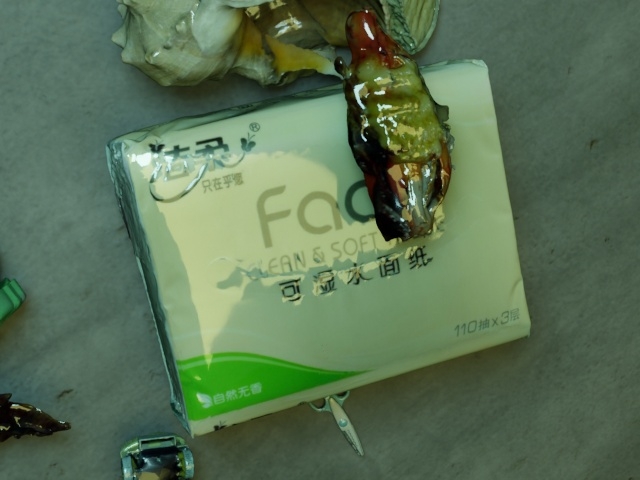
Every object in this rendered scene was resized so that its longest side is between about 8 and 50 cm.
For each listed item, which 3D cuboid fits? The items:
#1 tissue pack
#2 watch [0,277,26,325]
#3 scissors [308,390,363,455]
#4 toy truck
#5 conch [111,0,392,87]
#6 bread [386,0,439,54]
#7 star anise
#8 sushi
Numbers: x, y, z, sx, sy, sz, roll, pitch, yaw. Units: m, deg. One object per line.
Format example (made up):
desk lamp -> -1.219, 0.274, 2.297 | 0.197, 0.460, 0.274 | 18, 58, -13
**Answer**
tissue pack -> 0.000, 0.000, 1.078 | 0.405, 0.205, 0.332 | -15, 102, -14
watch -> -0.408, 0.060, 1.014 | 0.165, 0.131, 0.152 | -46, 101, -2
scissors -> 0.027, 0.229, 1.246 | 0.058, 0.014, 0.119 | -27, 107, -5
toy truck -> -0.195, 0.317, 1.147 | 0.085, 0.116, 0.191 | -5, 96, -16
conch -> -0.060, -0.257, 0.992 | 0.324, 0.263, 0.186 | -9, 94, -47
bread -> 0.079, -0.318, 1.071 | 0.172, 0.064, 0.232 | -27, 123, -53
star anise -> -0.360, 0.197, 1.056 | 0.157, 0.212, 0.053 | 6, 58, -36
sushi -> 0.076, -0.114, 0.933 | 0.097, 0.103, 0.226 | -13, 96, 12
